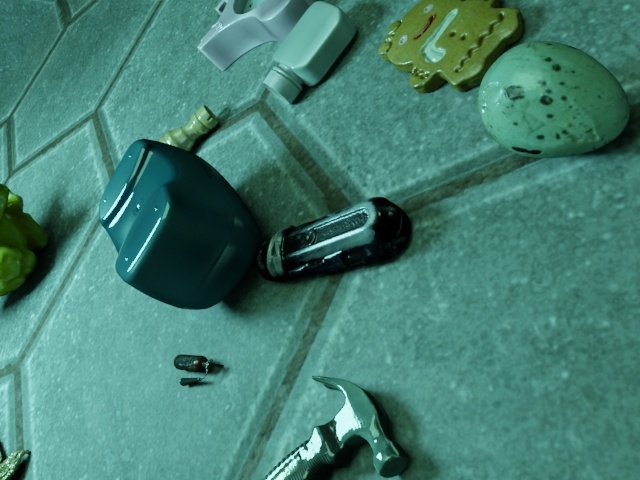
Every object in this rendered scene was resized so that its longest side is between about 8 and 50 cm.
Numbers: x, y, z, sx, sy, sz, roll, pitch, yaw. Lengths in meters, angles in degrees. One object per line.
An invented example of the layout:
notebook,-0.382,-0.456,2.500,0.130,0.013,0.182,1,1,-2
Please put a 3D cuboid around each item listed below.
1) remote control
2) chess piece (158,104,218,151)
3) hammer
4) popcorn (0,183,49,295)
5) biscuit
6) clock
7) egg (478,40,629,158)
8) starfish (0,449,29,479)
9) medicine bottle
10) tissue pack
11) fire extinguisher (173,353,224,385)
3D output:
remote control,0.000,0.000,0.901,0.265,0.066,0.090,-15,49,37
chess piece,-0.268,-0.222,1.331,0.122,0.066,0.066,-37,42,10
hammer,-0.015,0.264,0.746,0.226,0.041,0.159,-48,40,7
popcorn,-0.811,-0.021,1.544,0.321,0.290,0.326,-26,68,7
biscuit,0.185,-0.307,0.967,0.184,0.035,0.249,-50,39,4
clock,-0.133,-0.473,1.362,0.290,0.080,0.275,-38,42,19
egg,0.255,-0.153,0.713,0.164,0.131,0.131,27,82,44
starfish,-0.623,0.475,1.184,0.295,0.048,0.231,24,81,51
medicine bottle,-0.025,-0.339,1.167,0.183,0.069,0.119,-52,43,0
tissue pack,-0.221,-0.024,1.039,0.198,0.206,0.287,-56,37,11
fire extinguisher,-0.192,0.197,0.975,0.100,0.032,0.046,-7,47,48
